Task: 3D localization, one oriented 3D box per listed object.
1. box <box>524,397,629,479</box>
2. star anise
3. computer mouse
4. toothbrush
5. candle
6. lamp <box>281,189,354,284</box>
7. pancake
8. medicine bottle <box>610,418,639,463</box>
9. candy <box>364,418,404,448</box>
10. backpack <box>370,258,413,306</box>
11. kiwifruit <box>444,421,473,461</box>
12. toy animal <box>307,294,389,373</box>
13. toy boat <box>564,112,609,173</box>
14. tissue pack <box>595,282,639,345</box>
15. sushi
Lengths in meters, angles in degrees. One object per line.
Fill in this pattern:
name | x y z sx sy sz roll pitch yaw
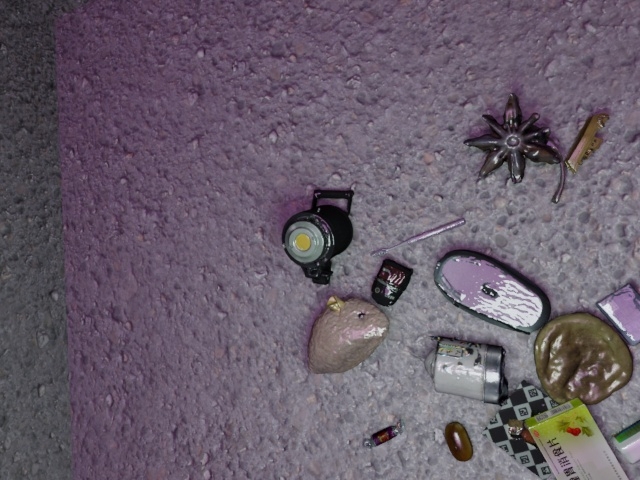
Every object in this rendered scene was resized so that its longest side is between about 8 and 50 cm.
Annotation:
box | 0.752 0.622 1.354 0.175 0.062 0.260 -30 85 11
star anise | 0.645 -0.305 1.538 0.316 0.139 0.358 4 100 30
computer mouse | 0.553 0.165 1.505 0.374 0.114 0.203 32 98 22
toothbrush | 0.348 -0.005 1.659 0.354 0.029 0.024 -22 88 18
candle | 0.434 0.407 1.486 0.331 0.187 0.187 5 85 25
lamp | -0.010 -0.029 1.678 0.205 0.272 0.373 5 84 21
pancake | 0.785 0.358 1.385 0.295 0.049 0.294 1 93 10
medicine bottle | 0.936 0.536 1.293 0.219 0.115 0.078 -40 69 12
candy | 0.224 0.680 1.609 0.175 0.043 0.045 -35 68 19
backpack | 0.247 0.154 1.637 0.120 0.106 0.165 23 88 19
kiwifruit | 0.451 0.658 1.502 0.075 0.075 0.124 -21 79 19
toy animal | 0.077 0.338 1.638 0.358 0.188 0.226 -41 59 13
toy boat | 0.858 -0.311 1.477 0.072 0.064 0.206 27 95 5
tissue pack | 0.926 0.222 1.378 0.112 0.051 0.156 -39 71 16
sushi | 0.659 0.580 1.430 0.231 0.047 0.219 36 97 9
